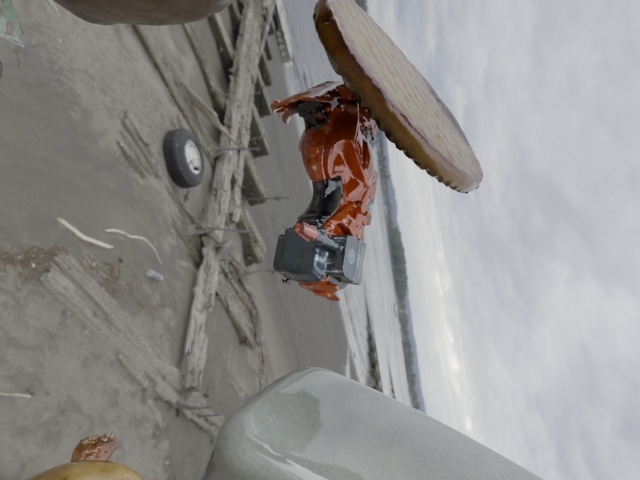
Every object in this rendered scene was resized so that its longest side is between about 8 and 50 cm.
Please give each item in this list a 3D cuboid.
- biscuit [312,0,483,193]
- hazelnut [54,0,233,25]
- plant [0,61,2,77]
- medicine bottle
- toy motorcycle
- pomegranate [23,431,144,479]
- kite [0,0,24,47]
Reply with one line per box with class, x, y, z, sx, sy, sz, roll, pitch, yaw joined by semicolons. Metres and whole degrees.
biscuit;0.110;-0.194;0.554;0.317;0.040;0.318;34;34;-28
hazelnut;-0.196;-0.426;0.384;0.421;0.352;0.421;47;-12;13
plant;-0.308;-0.076;0.258;0.132;0.129;0.195;94;10;-59
medicine bottle;0.082;0.267;0.419;0.282;0.374;0.123;-4;115;-68
toy motorcycle;0.012;-0.087;0.587;0.221;0.147;0.327;26;69;-52
pomegranate;-0.294;0.361;0.483;0.207;0.206;0.208;-8;90;-81
kite;-0.607;-0.485;0.802;0.229;0.012;0.250;114;-8;-52
